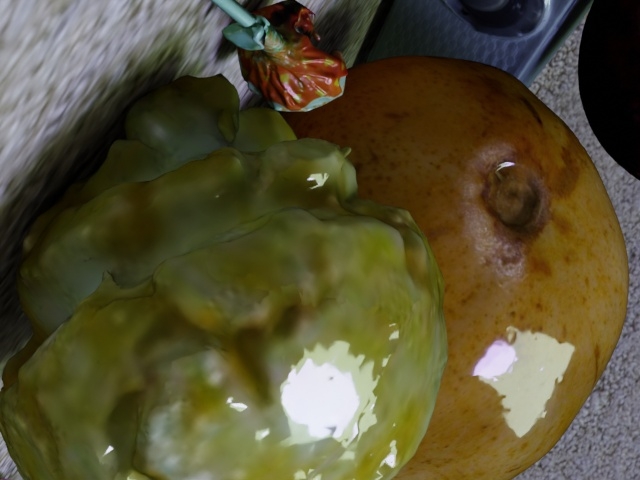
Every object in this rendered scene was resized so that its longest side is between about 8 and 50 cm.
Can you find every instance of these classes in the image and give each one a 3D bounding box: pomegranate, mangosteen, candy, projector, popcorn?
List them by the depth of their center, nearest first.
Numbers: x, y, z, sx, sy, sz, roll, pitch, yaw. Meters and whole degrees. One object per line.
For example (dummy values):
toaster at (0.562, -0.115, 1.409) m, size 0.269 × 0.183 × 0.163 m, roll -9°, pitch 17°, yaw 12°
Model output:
candy at (-0.030, -0.090, 0.567) m, size 0.049 × 0.055 × 0.184 m, roll -61°, pitch 165°, yaw 3°
popcorn at (-0.044, 0.048, 0.591) m, size 0.204 × 0.183 × 0.221 m, roll -44°, pitch 172°, yaw -22°
pomegranate at (0.055, 0.026, 0.814) m, size 0.264 × 0.264 × 0.264 m, roll -52°, pitch 174°, yaw -8°
mangosteen at (0.268, -0.116, 0.877) m, size 0.210 × 0.210 × 0.210 m, roll -52°, pitch 174°, yaw -8°
projector at (0.134, -0.188, 0.919) m, size 0.198 × 0.108 × 0.250 m, roll -50°, pitch 174°, yaw -31°

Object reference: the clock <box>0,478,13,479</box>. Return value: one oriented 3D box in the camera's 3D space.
clock at (-0.165, 0.265, 0.821) m, size 0.194 × 0.195 × 0.100 m, roll -58°, pitch 176°, yaw 24°
